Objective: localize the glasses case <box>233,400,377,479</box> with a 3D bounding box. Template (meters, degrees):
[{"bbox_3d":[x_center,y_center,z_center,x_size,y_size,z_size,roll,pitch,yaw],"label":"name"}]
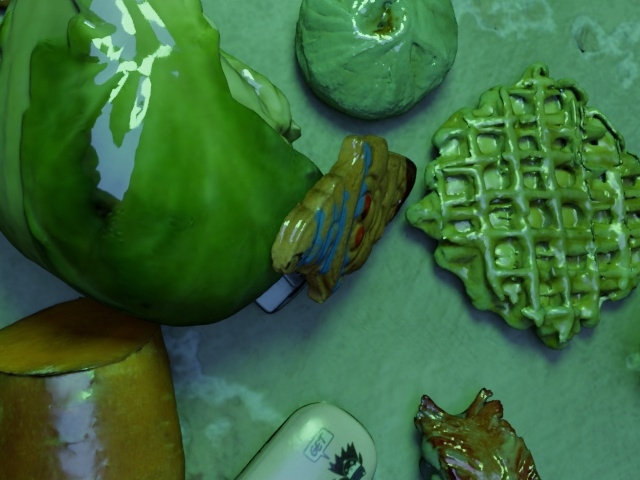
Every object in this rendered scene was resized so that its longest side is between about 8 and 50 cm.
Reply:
[{"bbox_3d":[-0.061,0.318,0.881,0.122,0.075,0.314,42,80,-1],"label":"glasses case"}]

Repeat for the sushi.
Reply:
[{"bbox_3d":[0.189,0.336,0.903,0.124,0.130,0.332,-9,92,-15],"label":"sushi"}]

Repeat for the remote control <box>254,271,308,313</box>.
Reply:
[{"bbox_3d":[0.000,0.000,0.944,0.212,0.028,0.059,-41,89,-11],"label":"remote control"}]

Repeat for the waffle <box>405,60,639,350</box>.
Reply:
[{"bbox_3d":[0.271,-0.041,0.968,0.317,0.073,0.297,43,79,-3],"label":"waffle"}]

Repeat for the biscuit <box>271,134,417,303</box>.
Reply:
[{"bbox_3d":[0.037,-0.029,0.844,0.043,0.280,0.183,27,121,25],"label":"biscuit"}]

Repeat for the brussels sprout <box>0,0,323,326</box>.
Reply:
[{"bbox_3d":[-0.169,-0.088,0.780,0.315,0.276,0.371,-37,118,-13],"label":"brussels sprout"}]

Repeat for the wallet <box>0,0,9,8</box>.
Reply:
[{"bbox_3d":[-0.319,-0.354,0.912,0.161,0.042,0.195,7,84,-9],"label":"wallet"}]

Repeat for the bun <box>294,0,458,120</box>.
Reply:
[{"bbox_3d":[0.070,-0.239,0.931,0.196,0.118,0.195,2,82,-12],"label":"bun"}]

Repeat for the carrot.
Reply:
[{"bbox_3d":[-0.233,0.224,0.796,0.193,0.214,0.331,-6,90,-7],"label":"carrot"}]
